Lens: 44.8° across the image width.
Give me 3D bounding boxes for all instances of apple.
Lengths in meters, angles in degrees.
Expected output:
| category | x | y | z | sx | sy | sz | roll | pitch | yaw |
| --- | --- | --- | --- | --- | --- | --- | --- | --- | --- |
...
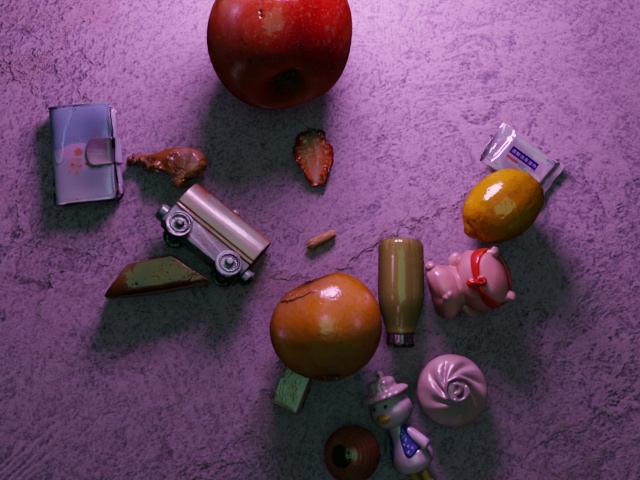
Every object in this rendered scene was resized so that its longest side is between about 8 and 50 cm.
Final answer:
| category | x | y | z | sx | sy | sz | roll | pitch | yaw |
| --- | --- | --- | --- | --- | --- | --- | --- | --- | --- |
| apple | -0.094 | -0.478 | 1.830 | 0.348 | 0.348 | 0.277 | -9 | 66 | -2 |

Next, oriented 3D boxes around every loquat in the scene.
| category | x | y | z | sx | sy | sz | roll | pitch | yaw |
| --- | --- | --- | --- | --- | --- | --- | --- | --- | --- |
| loquat | 0.013 | 0.197 | 1.796 | 0.262 | 0.263 | 0.263 | 0 | 84 | -1 |

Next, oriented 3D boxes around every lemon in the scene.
| category | x | y | z | sx | sy | sz | roll | pitch | yaw |
| --- | --- | --- | --- | --- | --- | --- | --- | --- | --- |
| lemon | 0.437 | -0.080 | 1.873 | 0.207 | 0.170 | 0.170 | -38 | 86 | -5 |

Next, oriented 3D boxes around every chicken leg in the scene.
| category | x | y | z | sx | sy | sz | roll | pitch | yaw |
| --- | --- | --- | --- | --- | --- | --- | --- | --- | --- |
| chicken leg | -0.382 | -0.182 | 1.926 | 0.207 | 0.085 | 0.101 | 3 | 95 | 8 |

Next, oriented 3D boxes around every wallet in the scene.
| category | x | y | z | sx | sy | sz | roll | pitch | yaw |
| --- | --- | --- | --- | --- | --- | --- | --- | --- | --- |
| wallet | -0.582 | -0.213 | 1.925 | 0.176 | 0.075 | 0.251 | -5 | 85 | 2 |

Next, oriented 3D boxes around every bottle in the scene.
| category | x | y | z | sx | sy | sz | roll | pitch | yaw |
| --- | --- | --- | --- | --- | --- | --- | --- | --- | --- |
| bottle | 0.194 | 0.128 | 1.877 | 0.112 | 0.112 | 0.260 | 1 | 84 | 0 |

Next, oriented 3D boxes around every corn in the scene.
| category | x | y | z | sx | sy | sz | roll | pitch | yaw |
| --- | --- | --- | --- | --- | --- | --- | --- | --- | --- |
| corn | 0.000 | 0.000 | 1.932 | 0.083 | 0.027 | 0.028 | -26 | 101 | -5 |

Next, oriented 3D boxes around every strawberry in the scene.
| category | x | y | z | sx | sy | sz | roll | pitch | yaw |
| --- | --- | --- | --- | --- | --- | --- | --- | --- | --- |
| strawberry | -0.019 | -0.210 | 1.947 | 0.103 | 0.048 | 0.152 | -5 | 98 | -8 |

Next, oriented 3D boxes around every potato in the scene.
| category | x | y | z | sx | sy | sz | roll | pitch | yaw |
| --- | --- | --- | --- | --- | --- | --- | --- | --- | --- |
| potato | -0.066 | 0.353 | 1.877 | 0.086 | 0.061 | 0.122 | 22 | 83 | 4 |

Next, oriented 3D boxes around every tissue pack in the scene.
| category | x | y | z | sx | sy | sz | roll | pitch | yaw |
| --- | --- | --- | --- | --- | --- | --- | --- | --- | --- |
| tissue pack | 0.506 | -0.197 | 1.958 | 0.193 | 0.026 | 0.123 | 37 | 84 | 3 |

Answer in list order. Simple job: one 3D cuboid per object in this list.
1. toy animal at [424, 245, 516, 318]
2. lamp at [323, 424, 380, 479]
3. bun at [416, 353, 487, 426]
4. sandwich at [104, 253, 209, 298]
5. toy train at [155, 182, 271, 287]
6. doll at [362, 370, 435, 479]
| category | x | y | z | sx | sy | sz | roll | pitch | yaw |
| --- | --- | --- | --- | --- | --- | --- | --- | --- | --- |
| toy animal | 0.359 | 0.100 | 1.866 | 0.197 | 0.171 | 0.172 | -15 | 84 | 6 |
| lamp | 0.074 | 0.503 | 1.828 | 0.136 | 0.136 | 0.137 | 0 | 84 | -1 |
| bun | 0.315 | 0.359 | 1.851 | 0.172 | 0.120 | 0.173 | 0 | 83 | 1 |
| sandwich | -0.402 | 0.086 | 1.886 | 0.257 | 0.094 | 0.096 | -10 | 89 | -3 |
| toy train | -0.257 | -0.015 | 1.891 | 0.285 | 0.116 | 0.177 | 38 | 63 | 4 |
| doll | 0.188 | 0.448 | 1.842 | 0.119 | 0.138 | 0.293 | -19 | 86 | -43 |
